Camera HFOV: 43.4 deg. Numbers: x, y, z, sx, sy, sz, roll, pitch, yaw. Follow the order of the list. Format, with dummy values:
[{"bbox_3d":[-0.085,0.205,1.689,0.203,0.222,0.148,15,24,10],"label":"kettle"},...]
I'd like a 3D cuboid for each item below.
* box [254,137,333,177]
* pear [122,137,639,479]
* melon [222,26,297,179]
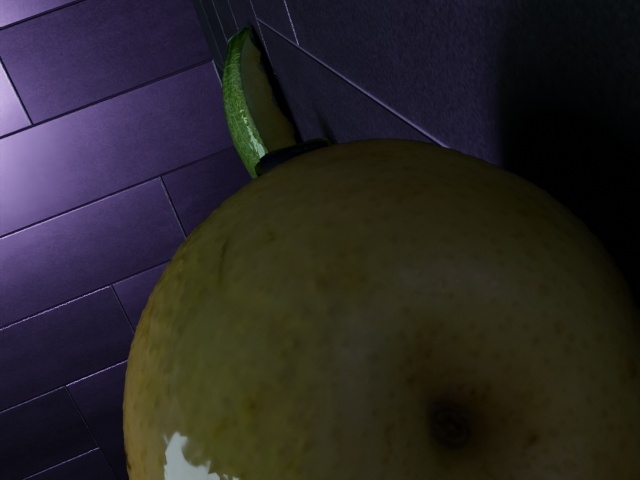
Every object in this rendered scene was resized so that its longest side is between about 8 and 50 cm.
[{"bbox_3d":[0.000,0.000,1.354,0.097,0.134,0.345,-118,8,-55],"label":"box"},{"bbox_3d":[0.042,0.105,0.521,0.348,0.348,0.348,158,90,-83],"label":"pear"},{"bbox_3d":[-0.137,-0.264,1.633,0.323,0.124,0.196,67,166,-3],"label":"melon"}]
